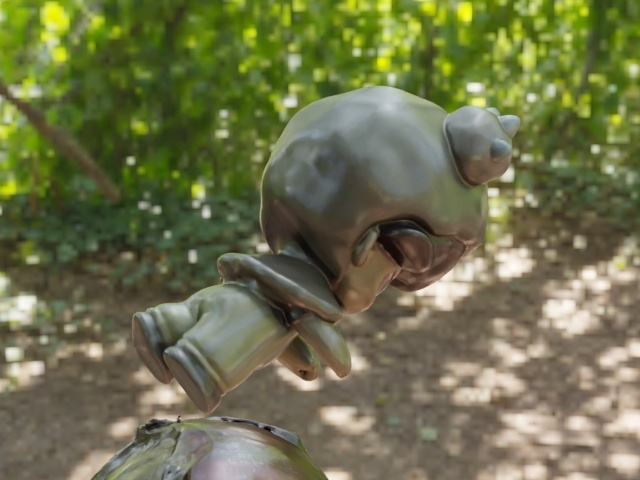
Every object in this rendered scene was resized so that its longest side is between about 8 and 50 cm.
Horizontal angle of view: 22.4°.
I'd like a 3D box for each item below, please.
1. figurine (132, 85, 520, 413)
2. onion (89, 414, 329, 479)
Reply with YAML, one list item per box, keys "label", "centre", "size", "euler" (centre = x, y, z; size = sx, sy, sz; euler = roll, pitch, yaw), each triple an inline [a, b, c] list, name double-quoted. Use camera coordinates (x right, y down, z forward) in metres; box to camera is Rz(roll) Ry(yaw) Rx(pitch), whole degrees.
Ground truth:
- label: "figurine"
  centre: [-0.001, 0.001, 1.467]
  size: [0.380, 0.203, 0.248]
  euler: [-41, 10, -20]
- label: "onion"
  centre: [-0.040, 0.241, 0.851]
  size: [0.232, 0.313, 0.314]
  euler: [-5, 13, -13]
